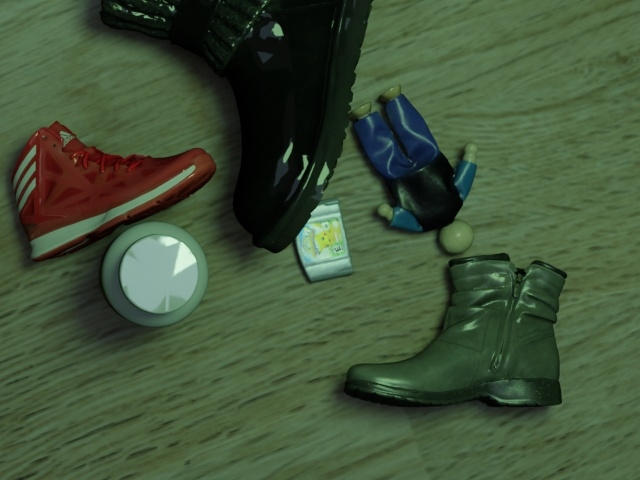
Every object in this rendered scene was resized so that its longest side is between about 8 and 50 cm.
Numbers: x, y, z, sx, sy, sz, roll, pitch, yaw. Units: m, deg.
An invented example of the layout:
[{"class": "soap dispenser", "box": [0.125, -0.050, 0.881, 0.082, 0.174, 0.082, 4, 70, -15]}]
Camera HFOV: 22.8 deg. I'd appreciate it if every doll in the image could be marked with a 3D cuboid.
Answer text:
[{"class": "doll", "box": [0.108, -0.071, 1.670, 0.129, 0.046, 0.189, -30, 93, -8]}]

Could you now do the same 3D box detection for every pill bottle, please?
[{"class": "pill bottle", "box": [-0.164, 0.033, 1.550, 0.103, 0.184, 0.103, 0, 89, -9]}]

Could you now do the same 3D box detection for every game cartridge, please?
[{"class": "game cartridge", "box": [0.000, 0.000, 1.666, 0.056, 0.017, 0.083, -13, 91, -6]}]

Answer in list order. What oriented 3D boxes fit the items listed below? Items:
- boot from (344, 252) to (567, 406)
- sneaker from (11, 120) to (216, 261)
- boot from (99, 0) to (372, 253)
[{"class": "boot", "box": [0.141, 0.094, 1.665, 0.246, 0.083, 0.161, 2, 82, -15]}, {"class": "sneaker", "box": [-0.218, -0.073, 1.563, 0.221, 0.087, 0.128, -25, 88, 18]}, {"class": "boot", "box": [-0.102, -0.181, 1.590, 0.260, 0.131, 0.348, 17, 75, -16]}]
